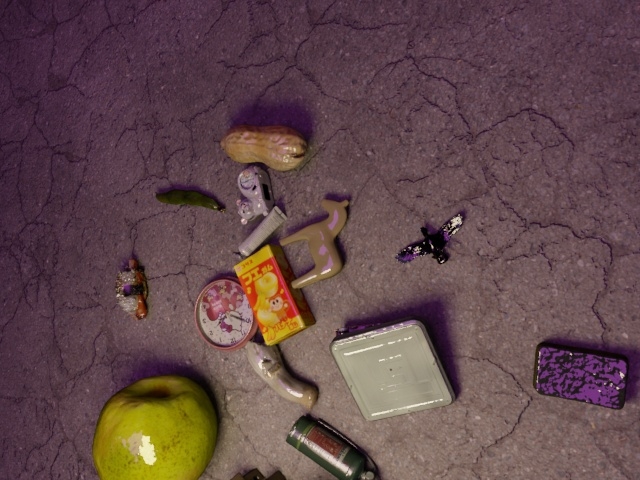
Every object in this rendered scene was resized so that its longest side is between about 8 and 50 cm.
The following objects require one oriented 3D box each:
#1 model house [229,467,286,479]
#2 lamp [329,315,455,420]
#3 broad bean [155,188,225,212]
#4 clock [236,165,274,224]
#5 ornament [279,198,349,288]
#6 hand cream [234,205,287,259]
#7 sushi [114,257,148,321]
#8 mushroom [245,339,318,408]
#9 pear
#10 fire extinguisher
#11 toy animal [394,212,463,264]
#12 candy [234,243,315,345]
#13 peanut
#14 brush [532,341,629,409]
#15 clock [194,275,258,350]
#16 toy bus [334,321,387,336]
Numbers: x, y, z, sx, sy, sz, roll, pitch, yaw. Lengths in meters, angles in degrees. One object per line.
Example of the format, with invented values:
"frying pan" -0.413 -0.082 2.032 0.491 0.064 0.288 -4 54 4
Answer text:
"model house" -0.217 0.786 1.371 0.204 0.243 0.211 46 105 20
"lamp" 0.190 0.345 1.275 0.267 0.047 0.268 -21 104 20
"broad bean" -0.449 -0.144 1.652 0.298 0.043 0.060 10 100 23
"clock" -0.221 -0.147 1.530 0.117 0.080 0.176 -14 82 23
"ornament" 0.000 0.000 1.430 0.245 0.061 0.230 -23 75 17
"hand cream" -0.187 -0.020 1.485 0.194 0.067 0.042 -47 37 -7
"sushi" -0.673 0.174 1.698 0.097 0.103 0.225 -16 72 21
"mushroom" -0.124 0.400 1.445 0.278 0.096 0.099 42 148 19
"pear" -0.495 0.614 1.448 0.392 0.391 0.390 -2 86 24
"fire extinguisher" 0.047 0.608 1.350 0.295 0.118 0.093 26 132 23
"toy animal" 0.304 0.010 1.303 0.220 0.062 0.107 -39 54 18
"candy" -0.141 0.164 1.467 0.146 0.088 0.275 -33 74 20
"peanut" -0.178 -0.294 1.487 0.314 0.149 0.149 8 90 26
"brush" 0.612 0.318 1.134 0.197 0.059 0.123 5 90 24
"clock" -0.302 0.235 1.552 0.245 0.056 0.244 -2 84 22
"toy bus" 0.127 0.270 1.347 0.162 0.074 0.069 -11 80 24
